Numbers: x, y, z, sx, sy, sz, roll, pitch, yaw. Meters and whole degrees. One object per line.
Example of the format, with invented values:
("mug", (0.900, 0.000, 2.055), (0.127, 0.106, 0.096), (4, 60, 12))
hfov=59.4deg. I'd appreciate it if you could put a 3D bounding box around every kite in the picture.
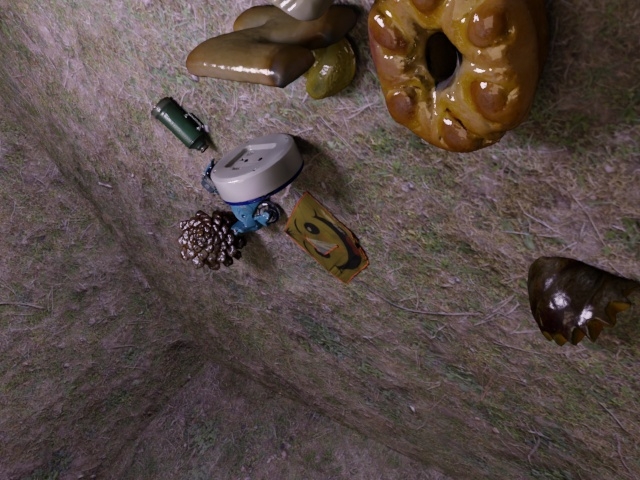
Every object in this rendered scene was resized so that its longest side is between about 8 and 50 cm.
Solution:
("kite", (0.001, -0.002, 1.689), (0.328, 0.013, 0.377), (14, 141, 43))

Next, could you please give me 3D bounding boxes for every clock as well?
("clock", (-0.161, -0.183, 1.413), (0.230, 0.230, 0.083), (10, 138, 45))

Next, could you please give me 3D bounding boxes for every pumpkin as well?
("pumpkin", (0.482, 0.121, 1.136), (0.149, 0.130, 0.254), (43, 153, -2))

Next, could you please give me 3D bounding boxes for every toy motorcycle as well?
("toy motorcycle", (-0.259, -0.128, 1.745), (0.272, 0.123, 0.182), (44, 130, -7))

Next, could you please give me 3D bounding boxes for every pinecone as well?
("pinecone", (-0.364, -0.004, 1.932), (0.229, 0.201, 0.202), (16, 115, 10))

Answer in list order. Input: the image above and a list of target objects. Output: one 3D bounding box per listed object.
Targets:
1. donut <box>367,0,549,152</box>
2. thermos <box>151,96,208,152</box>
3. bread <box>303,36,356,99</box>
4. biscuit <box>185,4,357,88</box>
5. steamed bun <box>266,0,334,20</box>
("donut", (0.212, -0.296, 0.881), (0.299, 0.150, 0.317), (41, 152, 3))
("thermos", (-0.410, -0.343, 1.685), (0.188, 0.083, 0.073), (44, 173, -6))
("bread", (-0.007, -0.365, 1.154), (0.149, 0.065, 0.188), (54, 152, -11))
("biscuit", (-0.099, -0.380, 1.068), (0.291, 0.237, 0.062), (20, 146, 39))
("steamed bun", (-0.083, -0.539, 0.843), (0.384, 0.236, 0.247), (35, 141, 1))
